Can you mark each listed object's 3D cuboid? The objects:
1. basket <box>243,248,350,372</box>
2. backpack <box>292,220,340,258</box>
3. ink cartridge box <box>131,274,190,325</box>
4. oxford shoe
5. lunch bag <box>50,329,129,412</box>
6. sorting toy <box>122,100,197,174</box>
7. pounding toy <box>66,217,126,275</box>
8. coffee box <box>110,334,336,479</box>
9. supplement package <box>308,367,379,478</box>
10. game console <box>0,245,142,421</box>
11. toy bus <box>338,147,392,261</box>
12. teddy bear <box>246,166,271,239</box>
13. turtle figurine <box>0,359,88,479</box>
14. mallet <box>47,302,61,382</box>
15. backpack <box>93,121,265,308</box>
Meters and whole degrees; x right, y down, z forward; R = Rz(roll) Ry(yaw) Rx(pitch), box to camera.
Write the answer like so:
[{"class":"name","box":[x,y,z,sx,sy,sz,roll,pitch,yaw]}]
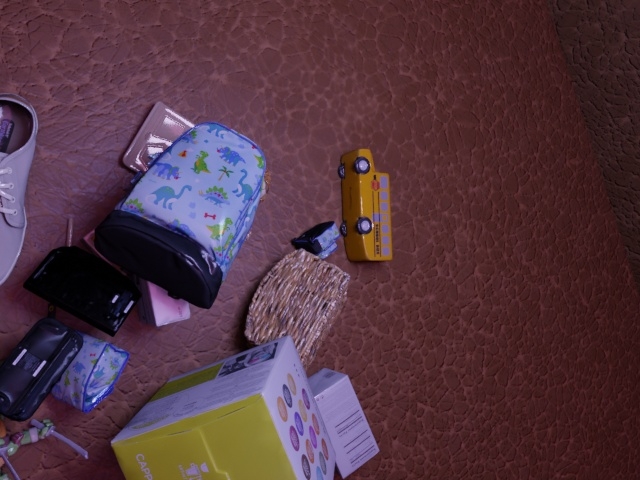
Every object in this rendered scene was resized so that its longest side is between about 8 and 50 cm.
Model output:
[{"class":"basket","box":[-0.074,0.200,1.470,0.213,0.223,0.299,27,70,10]},{"class":"backpack","box":[0.000,0.000,1.521,0.114,0.105,0.084,-41,112,-33]},{"class":"ink cartridge box","box":[-0.382,0.122,1.251,0.082,0.191,0.139,-12,90,-28]},{"class":"oxford shoe","box":[-0.708,-0.111,1.132,0.169,0.130,0.449,12,81,-29]},{"class":"lunch bag","box":[-0.523,0.294,1.185,0.096,0.129,0.151,52,56,-50]},{"class":"sorting toy","box":[-0.378,-0.226,1.375,0.208,0.038,0.193,33,71,-27]},{"class":"pounding toy","box":[-0.516,0.009,1.243,0.206,0.094,0.181,-46,107,-24]},{"class":"coffee box","box":[-0.185,0.465,1.175,0.338,0.334,0.337,-20,96,8]},{"class":"supplement package","box":[0.037,0.503,1.478,0.134,0.139,0.244,-27,100,-27]},{"class":"game console","box":[-0.553,0.185,1.101,0.213,0.044,0.361,33,55,-9]},{"class":"toy bus","box":[0.138,-0.102,1.600,0.130,0.108,0.332,0,86,-29]},{"class":"teddy bear","box":[-0.257,-0.103,1.365,0.338,0.113,0.245,-13,99,-35]},{"class":"turtle figurine","box":[-0.629,0.379,1.098,0.198,0.275,0.266,-12,87,-63]},{"class":"mallet","box":[-0.613,0.229,1.175,0.062,0.039,0.189,-11,62,-12]},{"class":"backpack","box":[-0.264,-0.084,1.153,0.290,0.273,0.355,30,43,2]}]
